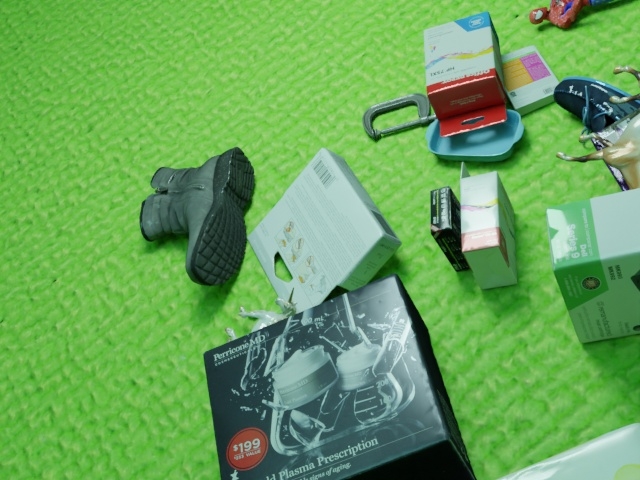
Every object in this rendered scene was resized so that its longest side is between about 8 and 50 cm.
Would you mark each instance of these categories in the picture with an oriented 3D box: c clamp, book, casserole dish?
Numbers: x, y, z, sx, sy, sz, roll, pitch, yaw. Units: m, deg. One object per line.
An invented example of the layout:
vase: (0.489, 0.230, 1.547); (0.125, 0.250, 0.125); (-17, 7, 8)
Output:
c clamp: (0.156, -0.236, 1.999); (0.161, 0.022, 0.137); (-10, 50, 19)
book: (0.389, -0.305, 1.929); (0.096, 0.035, 0.144); (-23, 47, 5)
casserole dish: (0.287, -0.191, 1.885); (0.188, 0.037, 0.114); (5, 57, 29)

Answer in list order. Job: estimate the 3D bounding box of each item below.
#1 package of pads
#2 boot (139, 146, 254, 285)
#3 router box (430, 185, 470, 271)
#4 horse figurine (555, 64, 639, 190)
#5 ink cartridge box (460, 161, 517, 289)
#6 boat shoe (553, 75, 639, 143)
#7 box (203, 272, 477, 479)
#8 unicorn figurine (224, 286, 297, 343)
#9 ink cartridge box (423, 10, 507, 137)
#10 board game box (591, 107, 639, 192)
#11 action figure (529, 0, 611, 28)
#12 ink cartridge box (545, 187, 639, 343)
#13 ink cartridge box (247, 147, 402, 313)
package of pads: (0.341, 0.394, 1.343); (0.296, 0.101, 0.229); (-24, 48, 7)
boot: (-0.259, -0.027, 1.999); (0.223, 0.118, 0.338); (-14, 40, 26)
router box: (0.223, -0.019, 1.720); (0.038, 0.122, 0.092); (-14, 49, 23)
horse figurine: (0.494, -0.178, 1.597); (0.263, 0.066, 0.174); (-54, 41, -3)
ink cartridge box: (0.281, -0.033, 1.705); (0.067, 0.115, 0.198); (-12, 50, 20)
boat shoe: (0.496, -0.206, 1.744); (0.258, 0.109, 0.089); (31, 79, 42)
box: (0.023, 0.271, 1.551); (0.343, 0.179, 0.312); (-23, 46, 8)
unicorn figurine: (-0.105, 0.151, 1.804); (0.111, 0.060, 0.162); (16, 79, 35)
ink cartridge box: (0.270, -0.312, 1.913); (0.134, 0.078, 0.231); (-14, 49, 18)
board game box: (0.618, -0.173, 1.582); (0.347, 0.056, 0.208); (-31, 53, 14)
action figure: (0.525, -0.501, 1.950); (0.280, 0.139, 0.091); (-23, 46, 13)
ink cartridge box: (0.495, 0.026, 1.482); (0.289, 0.211, 0.121); (-13, 49, 19)
ink cartridge box: (0.000, 0.000, 1.866); (0.239, 0.060, 0.275); (-50, 43, 19)
